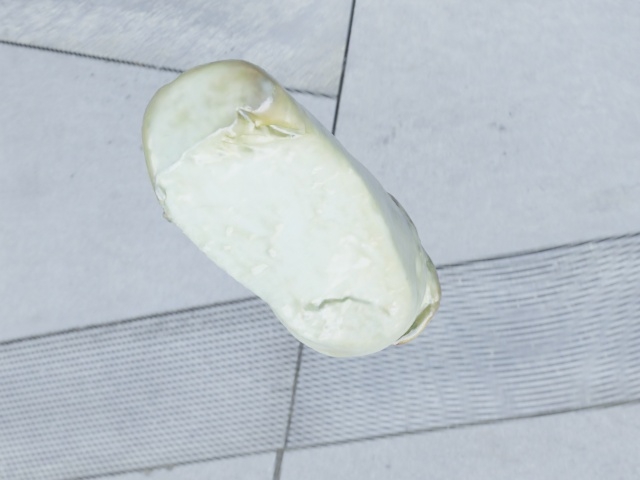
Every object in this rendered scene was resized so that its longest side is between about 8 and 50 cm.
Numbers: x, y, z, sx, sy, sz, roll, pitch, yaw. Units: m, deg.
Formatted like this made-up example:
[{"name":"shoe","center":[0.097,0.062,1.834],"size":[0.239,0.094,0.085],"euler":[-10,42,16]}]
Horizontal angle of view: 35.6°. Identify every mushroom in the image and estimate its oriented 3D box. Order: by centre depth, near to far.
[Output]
[{"name":"mushroom","center":[0.002,0.003,0.480],"size":[0.087,0.333,0.107],"euler":[-35,78,4]}]
